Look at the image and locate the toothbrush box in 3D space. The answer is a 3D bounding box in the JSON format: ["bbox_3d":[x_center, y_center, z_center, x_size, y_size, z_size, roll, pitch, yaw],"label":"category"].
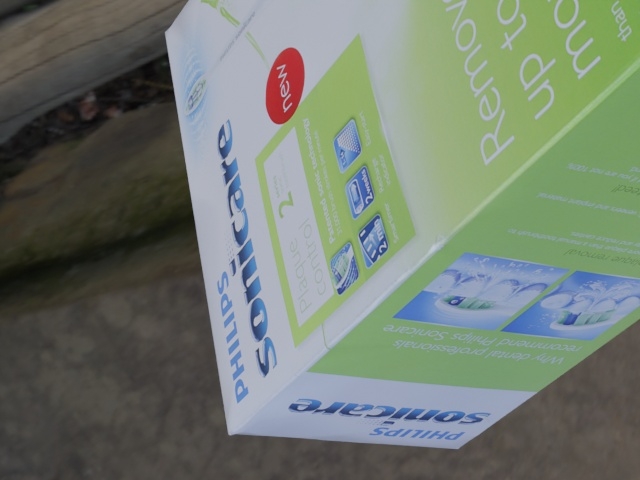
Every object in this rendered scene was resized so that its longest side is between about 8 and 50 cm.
[{"bbox_3d":[0.063,-0.074,0.524,0.283,0.122,0.206,-46,46,46],"label":"toothbrush box"}]
